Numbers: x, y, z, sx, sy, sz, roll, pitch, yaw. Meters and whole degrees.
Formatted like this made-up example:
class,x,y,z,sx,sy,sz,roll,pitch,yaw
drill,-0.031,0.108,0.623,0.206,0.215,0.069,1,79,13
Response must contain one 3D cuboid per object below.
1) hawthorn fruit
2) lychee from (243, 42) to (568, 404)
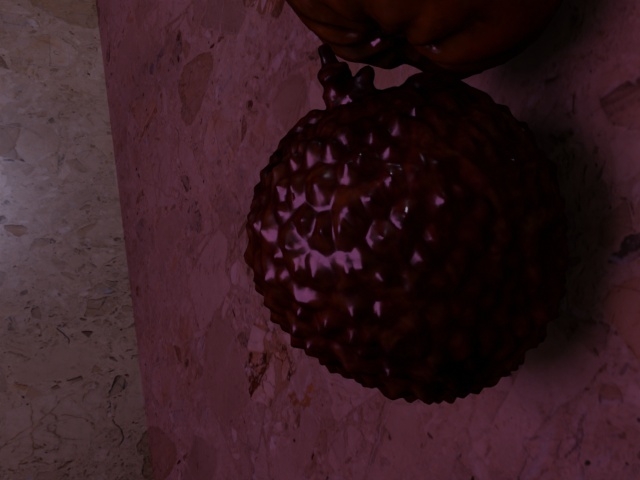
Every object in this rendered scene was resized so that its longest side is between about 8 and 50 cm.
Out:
class,x,y,z,sx,sy,sz,roll,pitch,yaw
hawthorn fruit,0.149,-0.416,1.215,0.403,0.402,0.403,6,97,61
lychee,0.103,-0.025,1.218,0.500,0.424,0.424,60,150,-6
